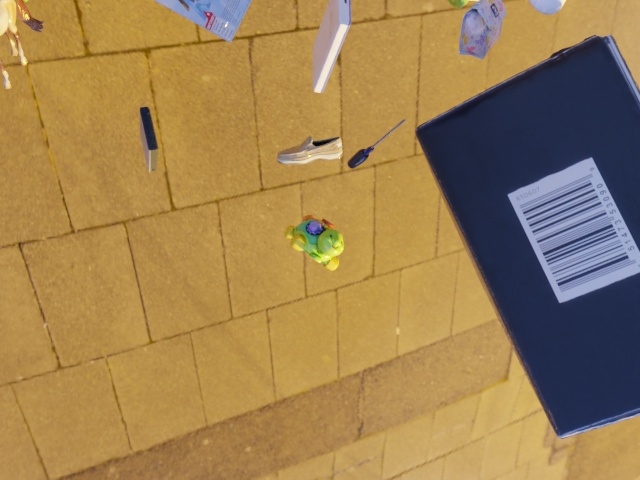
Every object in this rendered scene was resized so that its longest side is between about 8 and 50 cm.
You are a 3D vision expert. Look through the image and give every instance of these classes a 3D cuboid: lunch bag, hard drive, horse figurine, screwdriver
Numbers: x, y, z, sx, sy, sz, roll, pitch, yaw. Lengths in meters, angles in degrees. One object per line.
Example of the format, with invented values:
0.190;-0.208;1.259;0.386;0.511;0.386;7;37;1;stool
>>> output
0.251;-0.335;0.880;0.071;0.053;0.083;-49;149;-34;lunch bag
-0.362;-0.211;1.205;0.022;0.135;0.094;-11;81;-19;hard drive
-0.594;-0.384;1.049;0.066;0.263;0.175;5;136;-4;horse figurine
0.032;-0.665;1.855;0.040;0.210;0.319;6;155;-13;hard drive
0.105;-0.175;1.045;0.025;0.170;0.024;44;51;-15;screwdriver

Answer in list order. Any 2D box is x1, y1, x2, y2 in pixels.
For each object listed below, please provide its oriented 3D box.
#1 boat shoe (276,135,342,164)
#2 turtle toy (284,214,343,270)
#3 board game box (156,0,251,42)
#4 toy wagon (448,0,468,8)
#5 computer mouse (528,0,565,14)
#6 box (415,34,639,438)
-0.032;-0.262;1.613;0.189;0.068;0.072;-11;126;-11;boat shoe
0.000;0.000;0.952;0.095;0.130;0.066;32;97;-23;turtle toy
-0.239;-0.542;0.987;0.318;0.318;0.066;25;58;-18;board game box
0.292;-0.576;0.959;0.267;0.068;0.344;-39;139;5;toy wagon
0.323;-0.406;0.768;0.106;0.042;0.193;2;93;-21;computer mouse
0.406;0.000;0.972;0.297;0.480;0.471;-25;172;15;box
